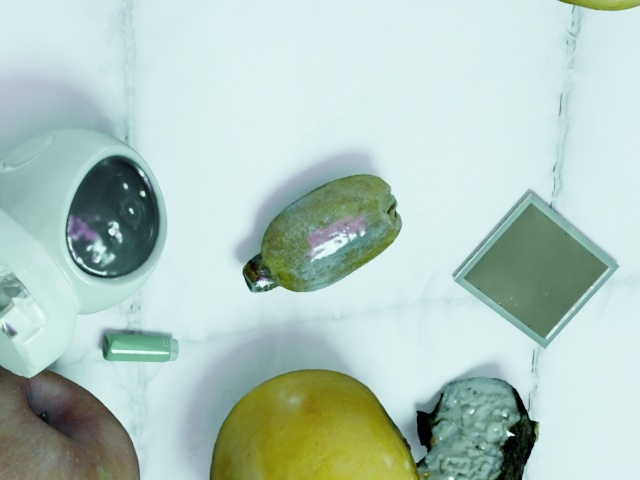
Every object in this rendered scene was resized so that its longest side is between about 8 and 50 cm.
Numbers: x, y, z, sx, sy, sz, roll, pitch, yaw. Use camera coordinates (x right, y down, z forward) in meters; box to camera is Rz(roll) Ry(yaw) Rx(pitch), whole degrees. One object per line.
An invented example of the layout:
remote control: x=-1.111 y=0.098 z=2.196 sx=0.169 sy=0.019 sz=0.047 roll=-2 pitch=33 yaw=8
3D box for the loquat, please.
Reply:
loquat: x=-0.001 y=0.275 z=1.682 sx=0.263 sy=0.263 sz=0.263 roll=-9 pitch=120 yaw=-17

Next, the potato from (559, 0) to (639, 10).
potato: x=0.314 y=-0.315 z=1.557 sx=0.203 sy=0.158 sz=0.178 roll=6 pitch=115 yaw=-29

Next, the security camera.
security camera: x=-0.265 y=-0.004 z=1.465 sx=0.236 sy=0.194 sz=0.194 roll=-43 pitch=127 yaw=-25

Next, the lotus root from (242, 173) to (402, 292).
lotus root: x=0.000 y=0.000 z=1.638 sx=0.192 sy=0.088 sz=0.113 roll=-30 pitch=130 yaw=-4

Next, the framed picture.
framed picture: x=0.265 y=0.038 z=1.808 sx=0.183 sy=0.011 sz=0.142 roll=35 pitch=100 yaw=-32

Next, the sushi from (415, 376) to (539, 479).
sushi: x=0.179 y=0.274 z=1.802 sx=0.147 sy=0.212 sz=0.115 roll=1 pitch=137 yaw=20

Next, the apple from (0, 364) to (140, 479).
apple: x=-0.336 y=0.252 z=1.518 sx=0.306 sy=0.305 sz=0.235 roll=30 pitch=109 yaw=-32

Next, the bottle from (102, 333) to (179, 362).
bottle: x=-0.201 y=0.121 z=1.655 sx=0.083 sy=0.030 sz=0.030 roll=5 pitch=115 yaw=-25
